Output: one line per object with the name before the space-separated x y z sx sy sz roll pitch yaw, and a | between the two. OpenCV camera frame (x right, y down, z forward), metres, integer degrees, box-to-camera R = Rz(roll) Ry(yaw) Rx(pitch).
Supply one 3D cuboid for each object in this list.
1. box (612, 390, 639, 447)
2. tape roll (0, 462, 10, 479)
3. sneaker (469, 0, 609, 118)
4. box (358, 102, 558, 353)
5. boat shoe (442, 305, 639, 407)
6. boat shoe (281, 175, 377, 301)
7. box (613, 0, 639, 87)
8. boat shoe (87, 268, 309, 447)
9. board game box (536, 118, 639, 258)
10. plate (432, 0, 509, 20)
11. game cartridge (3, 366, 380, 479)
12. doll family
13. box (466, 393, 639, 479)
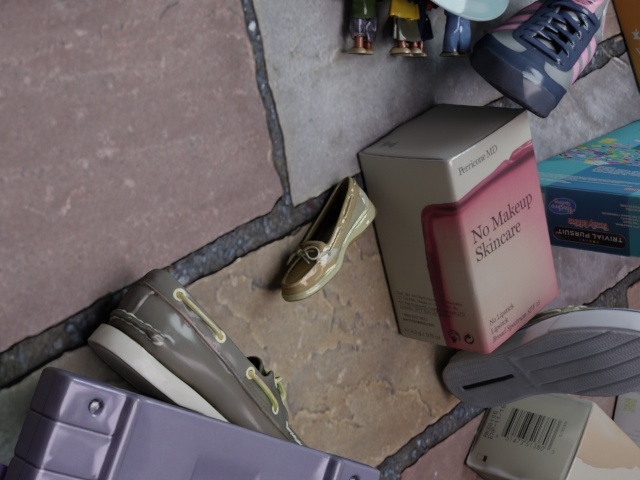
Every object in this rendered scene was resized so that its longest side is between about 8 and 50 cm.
box | 0.491 0.382 1.700 0.058 0.232 0.322 15 87 -46
tape roll | -0.305 0.252 0.958 0.189 0.080 0.189 -11 105 -44
sneaker | 0.247 -0.224 1.339 0.131 0.112 0.319 -53 179 23
box | 0.156 -0.016 1.358 0.148 0.127 0.232 -34 120 -37
boat shoe | 0.264 0.113 1.384 0.109 0.302 0.094 51 49 -22
boat shoe | 0.002 0.000 1.255 0.153 0.056 0.048 -50 119 -30
box | 0.501 -0.369 1.593 0.168 0.215 0.345 -48 127 -30
boat shoe | -0.083 0.143 1.150 0.305 0.109 0.091 46 69 -36
board game box | 0.421 -0.069 1.533 0.336 0.254 0.079 -22 113 -42
plate | 0.130 -0.308 1.279 0.188 0.024 0.188 23 47 -27
game cartridge | -0.111 0.261 1.036 0.355 0.068 0.230 24 76 -40
doll family | 0.102 -0.251 1.306 0.193 0.076 0.111 -6 97 -51
box | 0.335 0.308 1.589 0.311 0.148 0.121 42 66 -43
